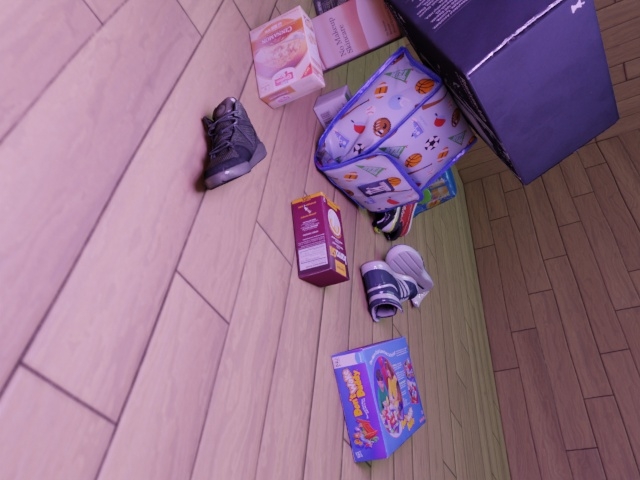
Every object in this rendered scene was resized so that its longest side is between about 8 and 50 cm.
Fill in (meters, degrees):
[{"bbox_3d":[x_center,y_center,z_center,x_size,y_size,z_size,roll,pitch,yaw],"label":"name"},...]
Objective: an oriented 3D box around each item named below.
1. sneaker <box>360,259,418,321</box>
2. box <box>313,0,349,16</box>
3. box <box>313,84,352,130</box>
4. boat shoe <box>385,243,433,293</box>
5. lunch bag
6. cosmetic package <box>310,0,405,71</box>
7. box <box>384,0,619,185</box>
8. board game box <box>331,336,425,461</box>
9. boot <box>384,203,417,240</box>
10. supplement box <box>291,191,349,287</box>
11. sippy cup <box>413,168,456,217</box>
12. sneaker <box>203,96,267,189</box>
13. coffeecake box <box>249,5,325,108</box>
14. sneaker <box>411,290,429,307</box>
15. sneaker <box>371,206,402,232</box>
[{"bbox_3d":[0.214,0.169,1.568,0.282,0.099,0.153,31,41,-49],"label":"sneaker"},{"bbox_3d":[0.089,-0.747,1.832,0.056,0.183,0.231,8,66,-66],"label":"box"},{"bbox_3d":[0.049,-0.380,1.581,0.101,0.102,0.087,59,24,-28],"label":"box"},{"bbox_3d":[0.285,0.079,1.816,0.335,0.121,0.119,48,18,-56],"label":"boat shoe"},{"bbox_3d":[0.205,-0.267,1.509,0.328,0.385,0.239,35,17,-52],"label":"lunch bag"},{"bbox_3d":[0.080,-0.601,1.558,0.153,0.296,0.129,66,24,-12],"label":"cosmetic package"},{"bbox_3d":[0.441,-0.476,1.347,0.480,0.297,0.471,37,20,-48],"label":"box"},{"bbox_3d":[0.153,0.368,1.313,0.347,0.078,0.233,12,63,-65],"label":"board game box"},{"bbox_3d":[0.279,-0.124,1.875,0.176,0.088,0.244,-20,118,-65],"label":"boot"},{"bbox_3d":[0.000,0.000,1.217,0.104,0.081,0.188,34,44,-57],"label":"supplement box"},{"bbox_3d":[0.426,-0.225,2.190,0.240,0.224,0.305,47,34,-46],"label":"sippy cup"},{"bbox_3d":[-0.169,-0.171,0.945,0.130,0.087,0.227,63,21,-19],"label":"sneaker"},{"bbox_3d":[-0.079,-0.424,1.256,0.068,0.142,0.185,23,53,-61],"label":"coffeecake box"},{"bbox_3d":[0.360,0.187,1.954,0.053,0.061,0.152,65,25,-23],"label":"sneaker"},{"bbox_3d":[0.216,-0.138,1.759,0.097,0.084,0.234,11,80,-27],"label":"sneaker"}]
